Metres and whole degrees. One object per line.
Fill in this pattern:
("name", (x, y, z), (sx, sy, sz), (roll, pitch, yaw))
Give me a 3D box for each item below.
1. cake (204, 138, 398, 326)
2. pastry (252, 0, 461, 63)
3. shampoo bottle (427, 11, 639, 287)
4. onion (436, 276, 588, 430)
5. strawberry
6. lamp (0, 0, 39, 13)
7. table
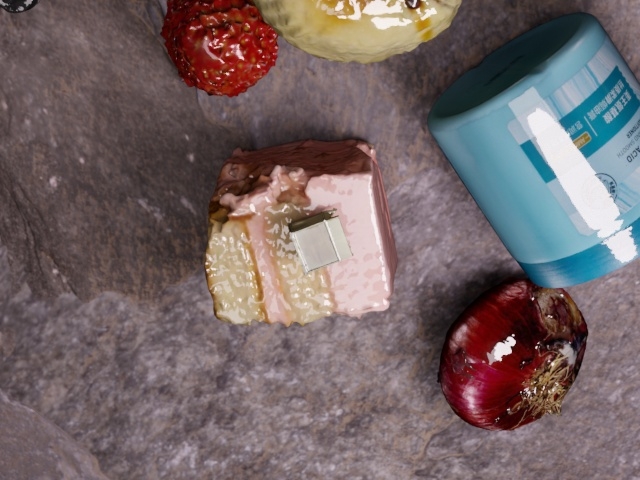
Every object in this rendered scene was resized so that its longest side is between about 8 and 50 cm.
("cake", (-0.032, -0.019, 1.870), (0.307, 0.314, 0.293), (-5, 110, 7))
("pastry", (0.052, -0.469, 1.680), (0.389, 0.312, 0.388), (-3, 113, -8))
("shampoo bottle", (0.397, -0.153, 1.778), (0.331, 0.331, 0.342), (-33, 105, 15))
("onion", (0.345, 0.203, 1.974), (0.314, 0.232, 0.313), (-23, 132, -29))
("strawberry", (-0.193, -0.335, 1.815), (0.234, 0.178, 0.233), (5, 112, 13))
("lamp", (-0.463, -0.580, 1.723), (0.272, 0.205, 0.374), (-16, 108, 7))
("table", (0.000, 0.000, 1.692), (0.083, 0.062, 0.079), (-20, 105, 2))
